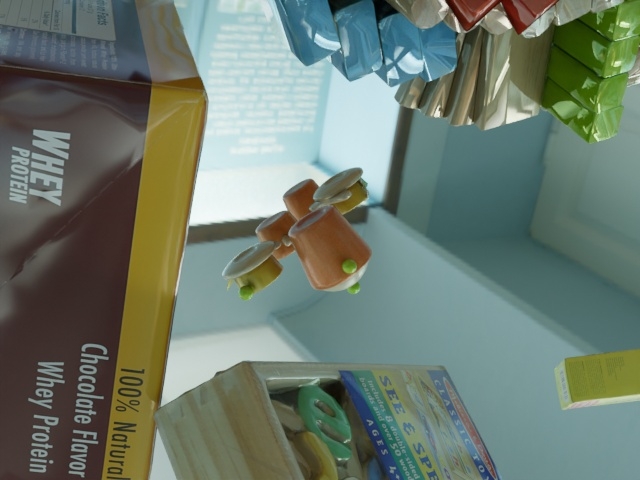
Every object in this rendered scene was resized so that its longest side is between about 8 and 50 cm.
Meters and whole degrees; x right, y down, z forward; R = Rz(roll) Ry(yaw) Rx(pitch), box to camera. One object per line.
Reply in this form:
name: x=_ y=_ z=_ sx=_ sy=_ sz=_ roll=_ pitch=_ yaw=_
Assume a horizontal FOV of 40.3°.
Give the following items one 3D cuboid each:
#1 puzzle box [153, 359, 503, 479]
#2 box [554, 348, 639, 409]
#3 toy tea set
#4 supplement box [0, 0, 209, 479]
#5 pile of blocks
puzzle box: x=0.091 y=0.247 z=0.401 sx=0.408 sy=0.052 sz=0.272 roll=64 pitch=-162 yaw=19
box: x=0.412 y=0.162 z=1.066 sx=0.232 sy=0.058 sz=0.087 roll=-7 pitch=163 yaw=3
toy tea set: x=0.000 y=0.000 z=1.289 sx=0.200 sy=0.124 sz=0.336 roll=-25 pitch=-163 yaw=26
supplement box: x=-0.162 y=-0.007 z=0.367 sx=0.194 sy=0.191 sz=0.129 roll=4 pitch=-152 yaw=-17
pile of blocks: x=0.082 y=-0.109 z=0.426 sx=0.362 sy=0.149 sz=0.112 roll=4 pitch=-146 yaw=-33
